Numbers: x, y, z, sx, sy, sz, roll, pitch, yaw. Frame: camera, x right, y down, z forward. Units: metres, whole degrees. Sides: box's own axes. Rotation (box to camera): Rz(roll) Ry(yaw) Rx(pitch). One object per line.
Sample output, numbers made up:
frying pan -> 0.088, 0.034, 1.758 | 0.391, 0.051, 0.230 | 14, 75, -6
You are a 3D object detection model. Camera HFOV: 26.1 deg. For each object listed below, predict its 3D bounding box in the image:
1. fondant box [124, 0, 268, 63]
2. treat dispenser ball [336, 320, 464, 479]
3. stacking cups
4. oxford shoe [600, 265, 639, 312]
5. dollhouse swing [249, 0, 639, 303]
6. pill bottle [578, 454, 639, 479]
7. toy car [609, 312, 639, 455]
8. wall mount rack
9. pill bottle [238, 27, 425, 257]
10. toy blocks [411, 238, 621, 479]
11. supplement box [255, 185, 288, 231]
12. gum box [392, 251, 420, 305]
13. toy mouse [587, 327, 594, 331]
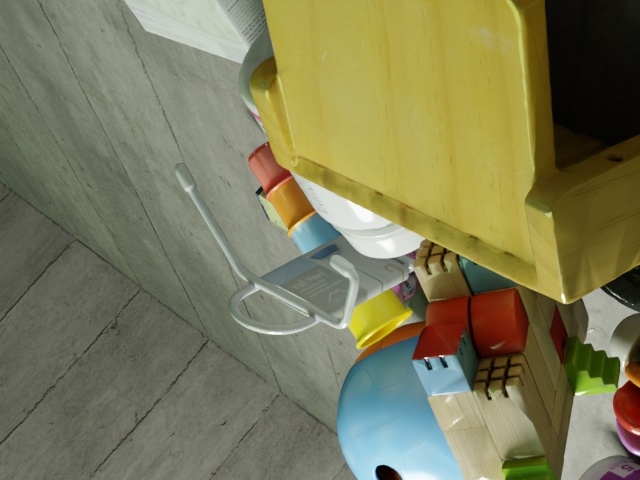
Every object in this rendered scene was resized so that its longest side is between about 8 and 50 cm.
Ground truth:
fondant box -> -0.185, -0.355, 1.524 | 0.238, 0.096, 0.330 | 25, 157, 45
treat dispenser ball -> 0.168, 0.262, 2.036 | 0.288, 0.288, 0.288 | 37, 164, 12
stacking cups -> 0.000, 0.000, 1.933 | 0.316, 0.096, 0.096 | 54, 167, 11
oxford shoe -> 0.283, -0.011, 1.439 | 0.227, 0.083, 0.096 | 42, -178, -3
dollhouse swing -> 0.141, -0.166, 1.198 | 0.347, 0.315, 0.304 | 27, 128, 39
pill bottle -> 0.502, 0.426, 1.930 | 0.301, 0.169, 0.169 | 21, 155, 51
toy car -> 0.393, 0.183, 1.569 | 0.159, 0.136, 0.182 | 30, 162, 32
wall mount rack -> -0.013, -0.017, 1.794 | 0.304, 0.350, 0.130 | 28, 124, 30
pill bottle -> 0.036, -0.114, 1.545 | 0.160, 0.160, 0.283 | 27, 159, 40
toy blocks -> 0.189, 0.078, 1.476 | 0.191, 0.381, 0.261 | -11, 121, 25
supplement box -> -0.043, -0.053, 2.095 | 0.083, 0.056, 0.083 | 32, 163, 26
gum box -> 0.060, 0.016, 2.032 | 0.188, 0.062, 0.107 | 32, 162, 27
toy mouse -> 0.285, 0.085, 1.752 | 0.143, 0.031, 0.161 | 44, 164, -14
